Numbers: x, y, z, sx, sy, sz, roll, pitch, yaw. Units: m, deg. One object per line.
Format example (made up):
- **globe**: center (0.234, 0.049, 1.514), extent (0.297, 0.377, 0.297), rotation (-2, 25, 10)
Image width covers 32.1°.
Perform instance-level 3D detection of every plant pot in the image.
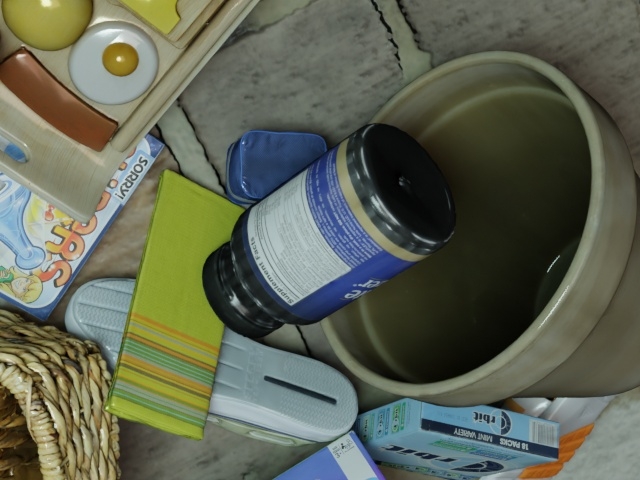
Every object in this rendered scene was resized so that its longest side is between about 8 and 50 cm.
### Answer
- **plant pot**: center (0.199, 0.024, 1.057), extent (0.280, 0.323, 0.323), rotation (26, 97, -40)

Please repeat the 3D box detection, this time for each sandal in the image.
- **sandal**: center (0.255, 0.177, 1.215), extent (0.102, 0.076, 0.265), rotation (24, 110, -45)

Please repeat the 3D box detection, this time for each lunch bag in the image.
- **lunch bag**: center (-0.040, -0.067, 1.060), extent (0.098, 0.065, 0.067), rotation (4, 85, -20)

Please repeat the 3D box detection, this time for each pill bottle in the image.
- **pill bottle**: center (0.000, 0.000, 0.976), extent (0.123, 0.123, 0.219), rotation (40, 128, -23)

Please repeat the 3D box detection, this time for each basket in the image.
- **basket**: center (-0.314, 0.223, 0.927), extent (0.213, 0.223, 0.299), rotation (16, 100, 25)

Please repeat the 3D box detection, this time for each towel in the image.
- **towel**: center (-0.129, 0.057, 1.015), extent (0.102, 0.021, 0.237), rotation (29, 57, -35)

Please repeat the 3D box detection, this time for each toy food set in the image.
- **toy food set**: center (-0.186, -0.182, 0.893), extent (0.220, 0.092, 0.306), rotation (36, 110, -23)

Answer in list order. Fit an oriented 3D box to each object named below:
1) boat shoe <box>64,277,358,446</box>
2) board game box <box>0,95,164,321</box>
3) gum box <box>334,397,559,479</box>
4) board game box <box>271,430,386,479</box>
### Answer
- **boat shoe**: center (-0.111, 0.135, 1.078), extent (0.302, 0.109, 0.094), rotation (26, 139, -15)
- **board game box**: center (-0.255, -0.044, 1.015), extent (0.136, 0.035, 0.201), rotation (33, 94, -23)
- **gum box**: center (0.124, 0.203, 1.130), extent (0.157, 0.184, 0.041), rotation (15, 66, -21)
- **board game box**: center (-0.068, 0.362, 1.117), extent (0.347, 0.078, 0.233), rotation (-31, 139, -7)
